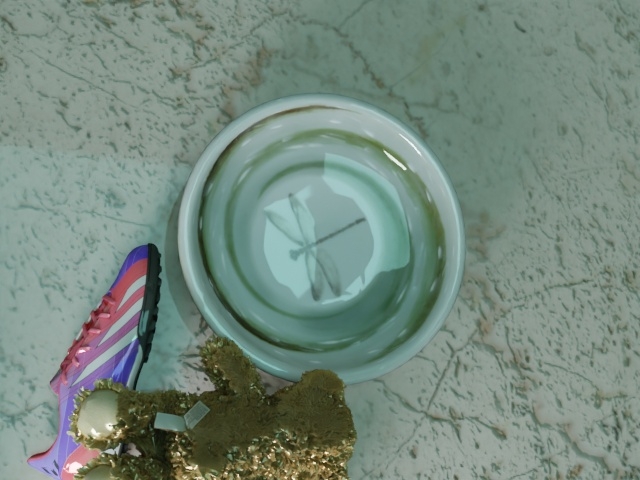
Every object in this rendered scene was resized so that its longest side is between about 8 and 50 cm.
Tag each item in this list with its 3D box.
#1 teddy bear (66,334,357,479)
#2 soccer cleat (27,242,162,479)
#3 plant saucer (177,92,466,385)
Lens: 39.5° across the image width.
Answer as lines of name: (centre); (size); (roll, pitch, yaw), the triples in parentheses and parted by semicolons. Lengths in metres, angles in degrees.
teddy bear: (-0.130, 0.242, 1.062); (0.338, 0.113, 0.245); (-18, 63, -24)
soccer cleat: (-0.278, 0.150, 1.132); (0.117, 0.108, 0.318); (13, 80, -9)
plant saucer: (0.000, 0.000, 1.232); (0.401, 0.100, 0.400); (2, 81, -15)
